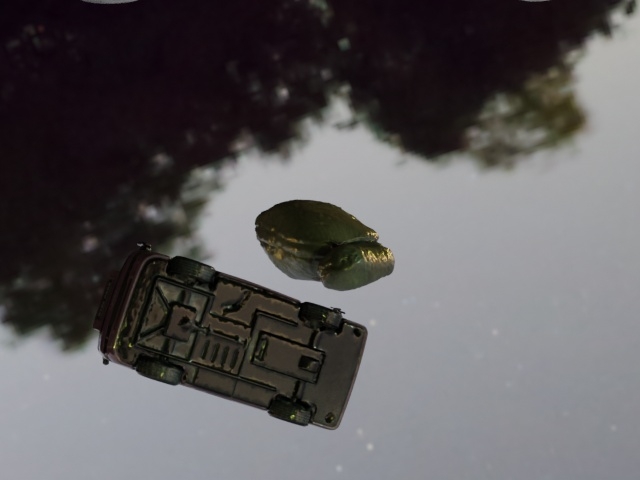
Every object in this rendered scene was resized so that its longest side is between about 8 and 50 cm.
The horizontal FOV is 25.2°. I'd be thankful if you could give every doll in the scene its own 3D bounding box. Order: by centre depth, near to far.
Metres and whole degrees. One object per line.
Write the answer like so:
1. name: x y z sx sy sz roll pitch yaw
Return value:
1. doll: 0.000 0.000 1.301 0.103 0.071 0.214 -3 -168 -23

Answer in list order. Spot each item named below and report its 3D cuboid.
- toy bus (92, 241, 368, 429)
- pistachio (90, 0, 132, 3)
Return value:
1. toy bus: -0.072 0.073 1.088 0.199 0.096 0.108 21 174 -26
2. pistachio: -0.200 -0.286 1.223 0.213 0.163 0.260 21 -160 15
